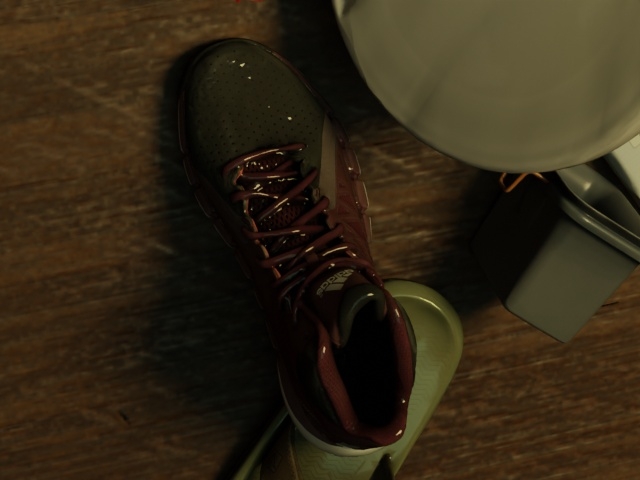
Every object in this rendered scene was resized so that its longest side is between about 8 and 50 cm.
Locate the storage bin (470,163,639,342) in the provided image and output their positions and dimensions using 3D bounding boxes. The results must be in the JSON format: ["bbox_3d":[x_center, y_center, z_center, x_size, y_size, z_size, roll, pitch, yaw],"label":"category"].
[{"bbox_3d":[0.149,-0.001,1.219,0.098,0.135,0.091,30,105,-20],"label":"storage bin"}]

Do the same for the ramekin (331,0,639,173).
[{"bbox_3d":[0.143,-0.179,1.105,0.127,0.272,0.273,-10,111,-50],"label":"ramekin"}]

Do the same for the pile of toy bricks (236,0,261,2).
[{"bbox_3d":[-0.086,-0.243,1.109,0.105,0.118,0.212,-30,105,36],"label":"pile of toy bricks"}]

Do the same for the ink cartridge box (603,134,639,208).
[{"bbox_3d":[0.280,-0.064,1.280,0.145,0.045,0.179,-39,108,-2],"label":"ink cartridge box"}]

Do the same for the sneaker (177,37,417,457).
[{"bbox_3d":[0.000,0.000,1.132,0.106,0.162,0.281,-23,92,-9],"label":"sneaker"}]

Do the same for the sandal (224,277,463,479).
[{"bbox_3d":[0.003,0.167,1.242,0.120,0.086,0.303,21,98,-19],"label":"sandal"}]
